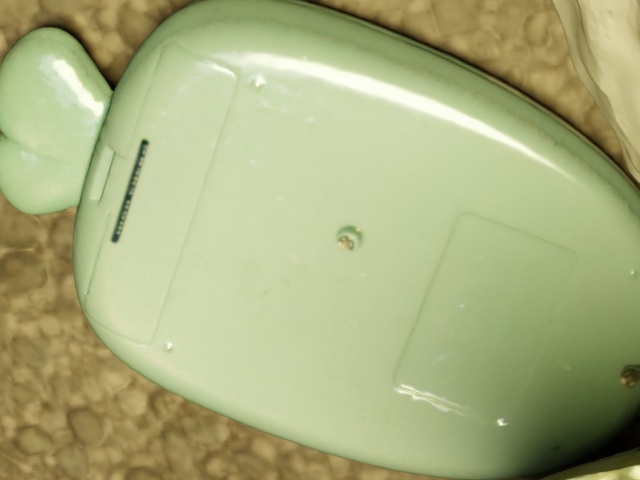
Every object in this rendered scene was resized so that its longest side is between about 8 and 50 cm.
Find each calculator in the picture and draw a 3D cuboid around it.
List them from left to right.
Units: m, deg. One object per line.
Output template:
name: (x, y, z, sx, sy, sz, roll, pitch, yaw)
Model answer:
calculator: (0.000, 0.000, 0.804, 0.295, 0.042, 0.184, 21, 116, 3)

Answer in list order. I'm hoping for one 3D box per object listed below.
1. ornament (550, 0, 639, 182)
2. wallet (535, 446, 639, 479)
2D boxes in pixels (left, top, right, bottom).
ornament: (0.209, -0.123, 0.540, 0.337, 0.337, 0.337, 5, 114, 11)
wallet: (0.133, 0.101, 0.678, 0.223, 0.309, 0.077, -17, 84, 16)
